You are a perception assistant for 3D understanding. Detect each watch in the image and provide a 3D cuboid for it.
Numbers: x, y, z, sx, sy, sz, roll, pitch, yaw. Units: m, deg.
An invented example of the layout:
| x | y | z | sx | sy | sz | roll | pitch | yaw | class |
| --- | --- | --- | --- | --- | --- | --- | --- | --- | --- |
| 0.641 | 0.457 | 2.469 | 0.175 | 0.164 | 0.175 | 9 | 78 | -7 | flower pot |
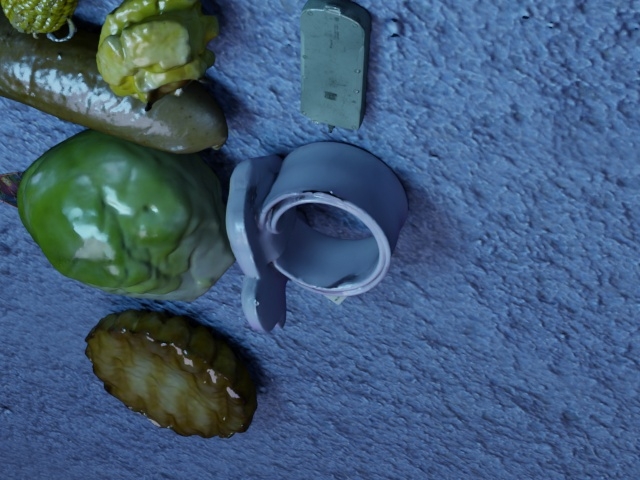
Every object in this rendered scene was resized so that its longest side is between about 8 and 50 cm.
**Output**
| x | y | z | sx | sy | sz | roll | pitch | yaw | class |
| --- | --- | --- | --- | --- | --- | --- | --- | --- | --- |
| 0.000 | 0.000 | 1.733 | 0.218 | 0.211 | 0.248 | 1 | 132 | 21 | watch |

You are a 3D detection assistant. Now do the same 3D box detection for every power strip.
| x | y | z | sx | sy | sz | roll | pitch | yaw | class |
| --- | --- | --- | --- | --- | --- | --- | --- | --- | --- |
| 0.016 | -0.204 | 1.564 | 0.080 | 0.029 | 0.227 | 18 | 146 | 11 | power strip |

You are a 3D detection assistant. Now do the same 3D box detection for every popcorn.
| x | y | z | sx | sy | sz | roll | pitch | yaw | class |
| --- | --- | --- | --- | --- | --- | --- | --- | --- | --- |
| -0.196 | -0.234 | 1.567 | 0.152 | 0.148 | 0.167 | 60 | 161 | 4 | popcorn |

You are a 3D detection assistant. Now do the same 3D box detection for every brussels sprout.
| x | y | z | sx | sy | sz | roll | pitch | yaw | class |
| --- | --- | --- | --- | --- | --- | --- | --- | --- | --- |
| -0.267 | -0.032 | 1.812 | 0.317 | 0.242 | 0.273 | 23 | 154 | 3 | brussels sprout |

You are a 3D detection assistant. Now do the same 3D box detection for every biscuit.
| x | y | z | sx | sy | sz | roll | pitch | yaw | class |
| --- | --- | --- | --- | --- | --- | --- | --- | --- | --- |
| -0.255 | 0.228 | 2.307 | 0.326 | 0.107 | 0.325 | 17 | 143 | 13 | biscuit |

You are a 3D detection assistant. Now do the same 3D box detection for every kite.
| x | y | z | sx | sy | sz | roll | pitch | yaw | class |
| --- | --- | --- | --- | --- | --- | --- | --- | --- | --- |
| -0.509 | -0.088 | 2.123 | 0.190 | 0.010 | 0.159 | -7 | 134 | 40 | kite |

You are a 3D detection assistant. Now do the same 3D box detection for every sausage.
| x | y | z | sx | sy | sz | roll | pitch | yaw | class |
| --- | --- | --- | --- | --- | --- | --- | --- | --- | --- |
| -0.353 | -0.224 | 1.710 | 0.501 | 0.123 | 0.136 | 19 | 158 | 11 | sausage |

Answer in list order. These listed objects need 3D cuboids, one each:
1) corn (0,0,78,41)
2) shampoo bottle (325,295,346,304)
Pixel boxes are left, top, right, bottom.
| x | y | z | sx | sy | sz | roll | pitch | yaw | class |
| --- | --- | --- | --- | --- | --- | --- | --- | --- | --- |
| -0.312 | -0.340 | 1.537 | 0.106 | 0.106 | 0.293 | 30 | 148 | -5 | corn |
| -0.016 | 0.043 | 1.937 | 0.141 | 0.034 | 0.049 | 33 | 153 | -8 | shampoo bottle |
